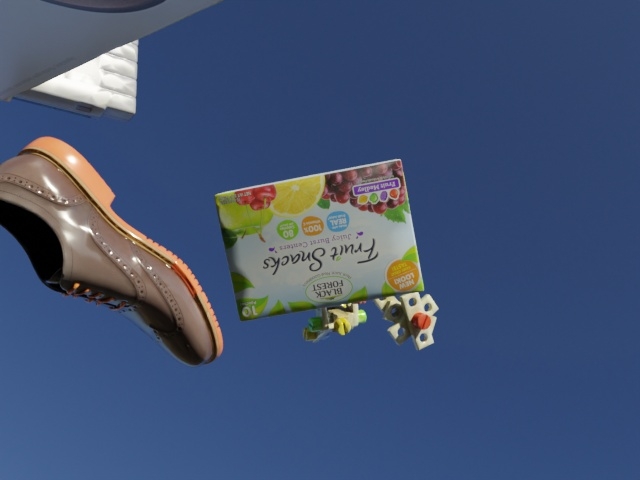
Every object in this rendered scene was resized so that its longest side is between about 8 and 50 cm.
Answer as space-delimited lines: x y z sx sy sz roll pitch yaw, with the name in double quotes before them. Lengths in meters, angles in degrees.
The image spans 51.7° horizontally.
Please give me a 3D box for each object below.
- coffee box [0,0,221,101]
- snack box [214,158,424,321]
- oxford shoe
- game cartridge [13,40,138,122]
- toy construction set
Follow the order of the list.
"coffee box" -0.202 -0.319 0.342 0.338 0.338 0.334 -3 -21 43
"snack box" 0.000 0.000 0.503 0.141 0.037 0.100 -11 -83 6
"oxford shoe" -0.204 0.035 0.622 0.097 0.098 0.271 -31 -73 39
"game cartridge" -0.499 -0.350 1.163 0.355 0.230 0.068 11 -17 -37
"toy construction set" 0.070 0.106 1.253 0.328 0.151 0.215 0 -87 53
